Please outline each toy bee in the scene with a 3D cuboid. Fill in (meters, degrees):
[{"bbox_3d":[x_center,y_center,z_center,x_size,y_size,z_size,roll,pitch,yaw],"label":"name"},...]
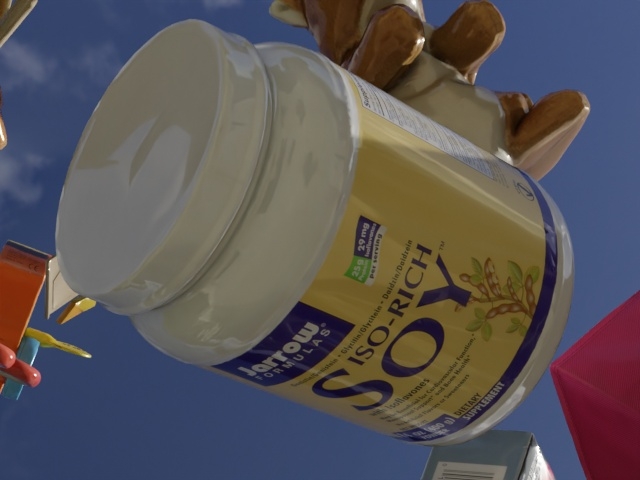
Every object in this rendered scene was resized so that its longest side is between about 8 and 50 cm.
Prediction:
[{"bbox_3d":[-0.378,0.114,1.414,0.195,0.162,0.298,42,-76,-17],"label":"toy bee"}]

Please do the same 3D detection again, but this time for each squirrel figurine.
[{"bbox_3d":[0.082,-0.170,1.560,0.281,0.397,0.370,-24,-114,-21],"label":"squirrel figurine"}]

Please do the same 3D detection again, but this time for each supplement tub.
[{"bbox_3d":[0.000,0.000,0.934,0.331,0.241,0.241,24,-113,-34],"label":"supplement tub"}]

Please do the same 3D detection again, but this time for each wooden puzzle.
[{"bbox_3d":[-0.207,0.024,1.048,0.014,0.116,0.078,31,-140,17],"label":"wooden puzzle"}]

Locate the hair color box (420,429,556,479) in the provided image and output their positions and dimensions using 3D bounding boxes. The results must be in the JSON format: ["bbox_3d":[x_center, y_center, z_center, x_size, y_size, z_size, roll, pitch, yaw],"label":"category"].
[{"bbox_3d":[0.211,0.385,1.342,0.114,0.374,0.185,-1,-134,32],"label":"hair color box"}]

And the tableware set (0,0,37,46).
[{"bbox_3d":[-0.241,-0.104,0.731,0.194,0.039,0.128,-47,-116,14],"label":"tableware set"}]

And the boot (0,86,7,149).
[{"bbox_3d":[-0.294,-0.172,1.030,0.283,0.220,0.109,1,-155,21],"label":"boot"}]

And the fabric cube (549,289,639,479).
[{"bbox_3d":[0.401,0.168,1.084,0.259,0.254,0.258,-38,-145,-18],"label":"fabric cube"}]

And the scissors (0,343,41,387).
[{"bbox_3d":[-0.376,0.076,1.154,0.297,0.109,0.021,16,-107,31],"label":"scissors"}]
